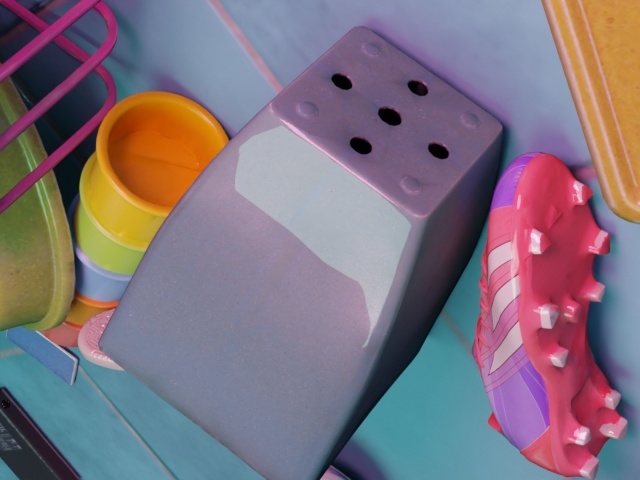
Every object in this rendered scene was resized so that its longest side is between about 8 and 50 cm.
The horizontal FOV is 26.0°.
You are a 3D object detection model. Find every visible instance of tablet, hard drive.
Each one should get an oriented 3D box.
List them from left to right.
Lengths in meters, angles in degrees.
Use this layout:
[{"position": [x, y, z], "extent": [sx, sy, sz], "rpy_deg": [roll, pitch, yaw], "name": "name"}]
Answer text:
[{"position": [-0.329, 0.219, 1.505], "extent": [0.094, 0.022, 0.135], "rpy_deg": [-14, 118, 50], "name": "hard drive"}, {"position": [-0.268, 0.103, 1.336], "extent": [0.083, 0.006, 0.054], "rpy_deg": [35, 145, 8], "name": "tablet"}]

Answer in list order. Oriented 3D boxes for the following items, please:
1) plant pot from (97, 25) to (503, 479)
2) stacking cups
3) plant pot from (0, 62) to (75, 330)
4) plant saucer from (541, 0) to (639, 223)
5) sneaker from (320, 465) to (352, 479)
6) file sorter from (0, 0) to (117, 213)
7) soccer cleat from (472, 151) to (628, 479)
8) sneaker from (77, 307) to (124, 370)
[{"position": [0.000, 0.000, 0.839], "extent": [0.166, 0.165, 0.234], "rpy_deg": [36, 137, 8], "name": "plant pot"}, {"position": [-0.160, 0.008, 1.048], "extent": [0.096, 0.096, 0.316], "rpy_deg": [41, 145, 0], "name": "stacking cups"}, {"position": [-0.361, -0.010, 1.019], "extent": [0.276, 0.254, 0.276], "rpy_deg": [38, 141, 38], "name": "plant pot"}, {"position": [0.213, -0.116, 0.571], "extent": [0.333, 0.081, 0.333], "rpy_deg": [5, 131, 41], "name": "plant saucer"}, {"position": [-0.015, 0.303, 1.183], "extent": [0.114, 0.152, 0.305], "rpy_deg": [28, 142, 23], "name": "sneaker"}, {"position": [-0.235, -0.169, 0.824], "extent": [0.202, 0.182, 0.290], "rpy_deg": [35, 150, 11], "name": "file sorter"}, {"position": [0.123, 0.048, 0.839], "extent": [0.095, 0.083, 0.248], "rpy_deg": [18, 142, 37], "name": "soccer cleat"}, {"position": [-0.110, 0.093, 1.083], "extent": [0.152, 0.058, 0.084], "rpy_deg": [-4, 143, -6], "name": "sneaker"}]
